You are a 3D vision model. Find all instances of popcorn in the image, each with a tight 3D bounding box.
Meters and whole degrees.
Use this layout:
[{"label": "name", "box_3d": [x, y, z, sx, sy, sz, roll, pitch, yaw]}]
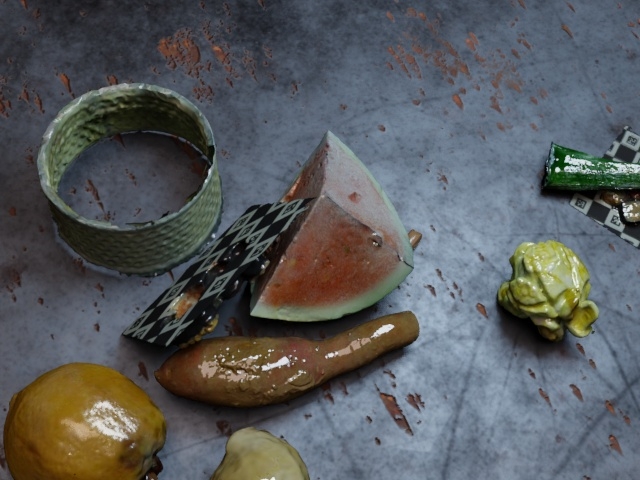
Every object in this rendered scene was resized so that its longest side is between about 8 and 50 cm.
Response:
[{"label": "popcorn", "box_3d": [0.338, 0.067, 1.361, 0.135, 0.141, 0.162, -44, 35, -19]}]

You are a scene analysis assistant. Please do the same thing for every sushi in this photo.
[{"label": "sushi", "box_3d": [-0.134, 0.055, 1.305, 0.290, 0.264, 0.050, -46, 107, -20]}, {"label": "sushi", "box_3d": [0.519, -0.099, 1.510, 0.139, 0.031, 0.201, 35, 67, 13]}]

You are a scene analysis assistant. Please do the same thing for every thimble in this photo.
[{"label": "thimble", "box_3d": [-0.280, -0.094, 1.392, 0.271, 0.150, 0.270, 1, 64, -3]}]

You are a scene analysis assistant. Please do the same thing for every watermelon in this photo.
[{"label": "watermelon", "box_3d": [0.000, 0.000, 1.361, 0.256, 0.176, 0.260, 44, 101, 29]}]

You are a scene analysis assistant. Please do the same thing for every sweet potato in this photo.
[{"label": "sweet potato", "box_3d": [-0.040, 0.175, 1.304, 0.385, 0.109, 0.109, -7, 64, -14]}]

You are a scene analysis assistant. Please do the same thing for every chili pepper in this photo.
[{"label": "chili pepper", "box_3d": [0.473, -0.103, 1.472, 0.227, 0.059, 0.088, 10, 62, 13]}]

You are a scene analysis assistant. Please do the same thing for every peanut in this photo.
[{"label": "peanut", "box_3d": [-0.063, 0.399, 1.160, 0.174, 0.158, 0.340, -20, 67, -10]}]

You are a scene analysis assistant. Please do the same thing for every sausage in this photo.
[{"label": "sausage", "box_3d": [0.118, 0.026, 1.428, 0.026, 0.026, 0.116, 37, 67, 14]}]

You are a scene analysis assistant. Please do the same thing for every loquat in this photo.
[{"label": "loquat", "box_3d": [-0.307, 0.261, 1.211, 0.234, 0.176, 0.187, 27, 82, 13]}]
